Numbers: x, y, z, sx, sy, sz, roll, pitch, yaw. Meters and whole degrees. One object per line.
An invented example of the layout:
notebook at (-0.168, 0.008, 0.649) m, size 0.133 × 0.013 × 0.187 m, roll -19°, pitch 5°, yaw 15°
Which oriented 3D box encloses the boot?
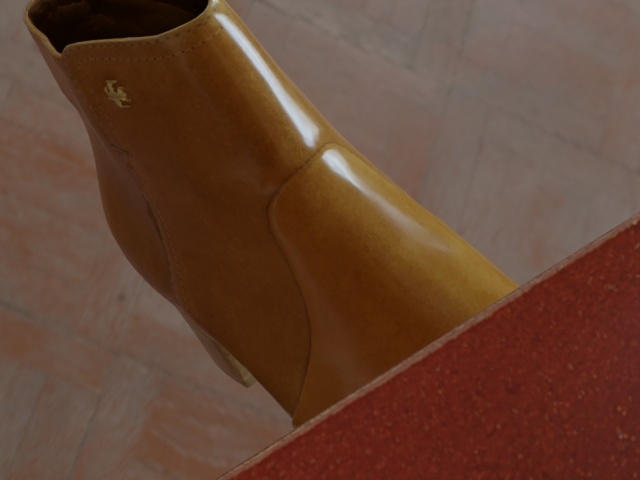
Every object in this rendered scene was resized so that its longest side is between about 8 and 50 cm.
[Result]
boot at (0.000, -0.001, 0.642) m, size 0.295 × 0.211 × 0.104 m, roll 21°, pitch 58°, yaw 45°

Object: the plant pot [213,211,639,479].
plant pot at (0.004, 0.191, 0.388) m, size 0.267 × 0.267 × 0.236 m, roll -29°, pitch 78°, yaw -29°
